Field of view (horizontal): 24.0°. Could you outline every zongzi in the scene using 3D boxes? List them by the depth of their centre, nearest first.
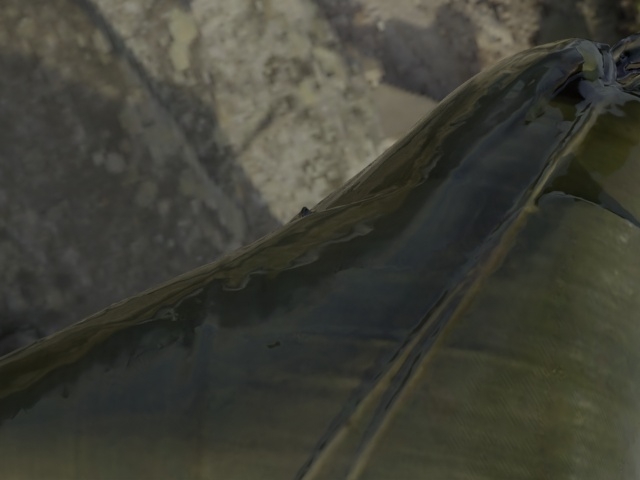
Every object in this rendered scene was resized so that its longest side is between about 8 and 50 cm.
[{"bbox_3d":[0.000,0.000,0.703,0.418,0.181,0.447,20,64,-2],"label":"zongzi"}]
